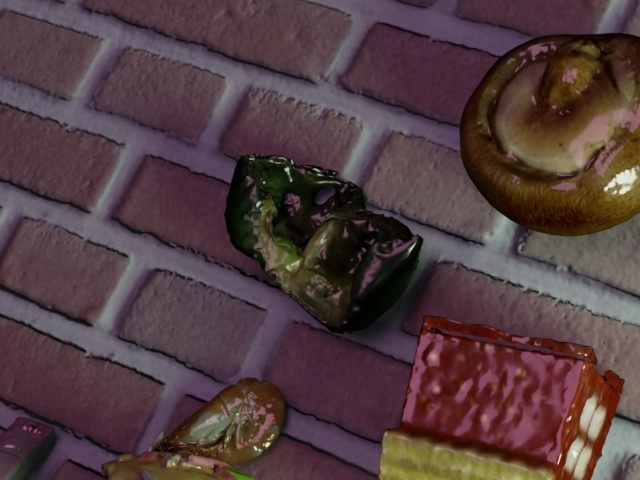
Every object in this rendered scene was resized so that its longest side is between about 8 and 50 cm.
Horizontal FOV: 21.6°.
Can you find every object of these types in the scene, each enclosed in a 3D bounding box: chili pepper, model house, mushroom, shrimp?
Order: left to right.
[{"bbox_3d":[-0.122,0.219,1.869,0.184,0.043,0.091,-28,63,7],"label":"shrimp"},{"bbox_3d":[0.001,0.000,1.893,0.264,0.116,0.148,36,95,32],"label":"chili pepper"},{"bbox_3d":[0.171,0.221,1.681,0.196,0.160,0.254,10,72,25],"label":"model house"},{"bbox_3d":[0.275,-0.118,1.798,0.253,0.153,0.253,-15,57,25],"label":"mushroom"}]

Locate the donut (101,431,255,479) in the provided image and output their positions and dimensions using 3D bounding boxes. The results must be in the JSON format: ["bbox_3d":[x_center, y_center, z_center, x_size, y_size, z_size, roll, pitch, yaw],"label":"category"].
[{"bbox_3d":[-0.163,0.406,1.731,0.307,0.150,0.371,23,79,25],"label":"donut"}]

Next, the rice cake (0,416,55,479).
[{"bbox_3d":[-0.412,0.299,1.879,0.081,0.051,0.290,15,45,32],"label":"rice cake"}]
